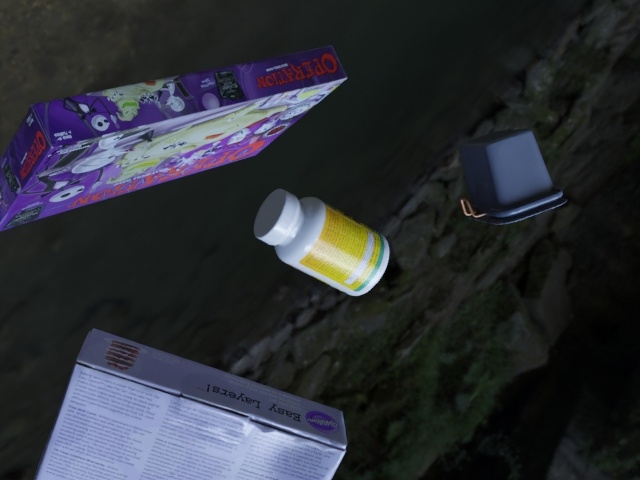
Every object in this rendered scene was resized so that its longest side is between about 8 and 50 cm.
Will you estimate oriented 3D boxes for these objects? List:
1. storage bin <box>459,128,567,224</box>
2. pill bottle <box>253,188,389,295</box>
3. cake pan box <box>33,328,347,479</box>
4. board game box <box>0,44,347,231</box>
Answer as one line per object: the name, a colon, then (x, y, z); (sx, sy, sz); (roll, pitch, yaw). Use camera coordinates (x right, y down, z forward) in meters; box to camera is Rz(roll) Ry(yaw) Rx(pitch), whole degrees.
storage bin: (0.205, -0.076, 0.883); (0.098, 0.091, 0.135); (-20, -172, -5)
pill bottle: (0.000, 0.000, 1.247); (0.118, 0.209, 0.117); (-40, -145, 36)
cake pan box: (-0.132, 0.235, 0.727); (0.070, 0.267, 0.245); (-91, -158, -66)
board game box: (-0.156, -0.109, 0.796); (0.347, 0.056, 0.208); (-23, 179, -39)
